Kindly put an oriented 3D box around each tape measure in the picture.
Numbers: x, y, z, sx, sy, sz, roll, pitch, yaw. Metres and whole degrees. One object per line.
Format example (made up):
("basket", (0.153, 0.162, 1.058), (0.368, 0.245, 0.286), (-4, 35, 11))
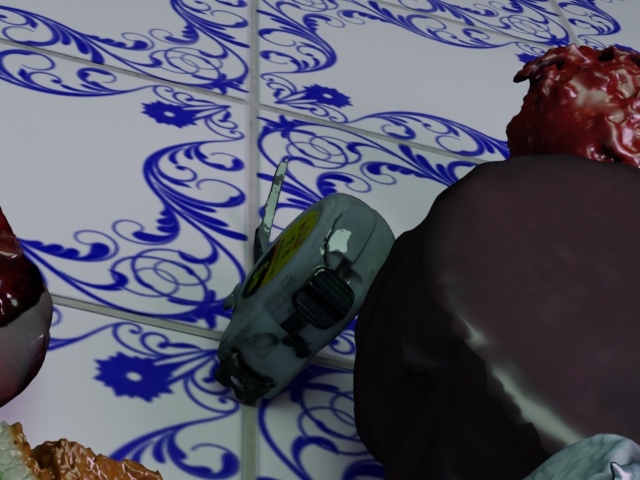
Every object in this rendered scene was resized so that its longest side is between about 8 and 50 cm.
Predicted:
("tape measure", (0.000, 0.001, 1.213), (0.084, 0.164, 0.330), (47, 23, -15))

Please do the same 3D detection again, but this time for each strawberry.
("strawberry", (0.286, -0.060, 1.361), (0.220, 0.274, 0.274), (-19, 30, 3))

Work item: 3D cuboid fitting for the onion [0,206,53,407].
("onion", (-0.311, 0.024, 0.962), (0.272, 0.195, 0.272), (50, 13, -17))

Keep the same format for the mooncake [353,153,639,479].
("mooncake", (0.204, 0.101, 1.033), (0.381, 0.212, 0.351), (12, 44, -21))

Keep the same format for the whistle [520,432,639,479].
("whistle", (0.039, 0.210, 0.726), (0.347, 0.189, 0.189), (-27, 45, -21))

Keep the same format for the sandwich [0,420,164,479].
("sandwich", (-0.141, 0.164, 0.839), (0.184, 0.109, 0.160), (36, 33, 32))
